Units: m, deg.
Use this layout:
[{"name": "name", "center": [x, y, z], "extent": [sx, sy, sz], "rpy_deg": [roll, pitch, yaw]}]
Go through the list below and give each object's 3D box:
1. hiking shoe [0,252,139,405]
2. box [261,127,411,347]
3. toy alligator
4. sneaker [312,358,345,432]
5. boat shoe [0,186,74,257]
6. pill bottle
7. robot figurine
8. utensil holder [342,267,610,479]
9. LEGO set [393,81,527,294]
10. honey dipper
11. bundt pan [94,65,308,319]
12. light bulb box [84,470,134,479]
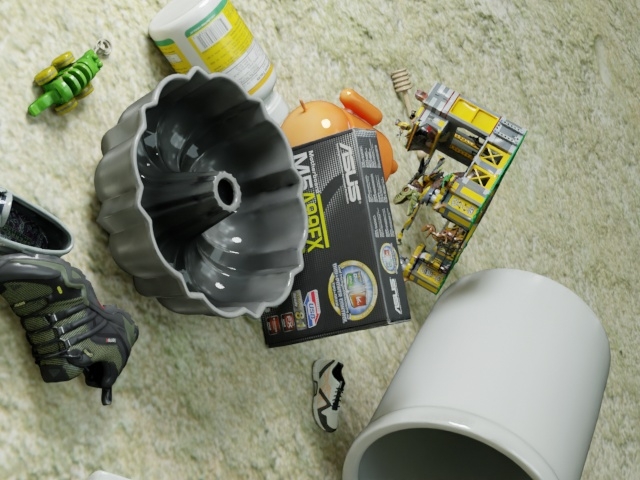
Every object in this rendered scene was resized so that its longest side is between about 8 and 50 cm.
[{"name": "hiking shoe", "center": [-0.296, 0.100, 1.463], "extent": [0.227, 0.086, 0.114], "rpy_deg": [40, 45, -40]}, {"name": "box", "center": [0.000, 0.000, 1.783], "extent": [0.060, 0.216, 0.270], "rpy_deg": [-3, 81, -53]}, {"name": "toy alligator", "center": [-0.297, -0.211, 1.600], "extent": [0.056, 0.051, 0.189], "rpy_deg": [59, 39, -21]}, {"name": "sneaker", "center": [0.015, 0.225, 1.871], "extent": [0.040, 0.044, 0.109], "rpy_deg": [10, 72, -54]}, {"name": "boat shoe", "center": [-0.367, -0.035, 1.419], "extent": [0.227, 0.081, 0.079], "rpy_deg": [31, 54, -44]}, {"name": "pill bottle", "center": [-0.134, -0.240, 1.772], "extent": [0.208, 0.118, 0.117], "rpy_deg": [54, 41, -26]}, {"name": "robot figurine", "center": [0.023, -0.135, 1.936], "extent": [0.219, 0.158, 0.128], "rpy_deg": [25, 39, -46]}, {"name": "utensil holder", "center": [0.253, 0.269, 1.938], "extent": [0.327, 0.328, 0.385], "rpy_deg": [59, 38, -21]}, {"name": "LEGO set", "center": [0.171, -0.087, 2.034], "extent": [0.192, 0.331, 0.255], "rpy_deg": [30, 68, 8]}, {"name": "honey dipper", "center": [0.156, -0.219, 2.231], "extent": [0.030, 0.031, 0.160], "rpy_deg": [-26, 104, -54]}, {"name": "bundt pan", "center": [-0.164, -0.048, 1.661], "extent": [0.331, 0.124, 0.330], "rpy_deg": [24, 59, -47]}, {"name": "light bulb box", "center": [-0.139, 0.477, 1.317], "extent": [0.358, 0.225, 0.361], "rpy_deg": [19, 58, -17]}]
